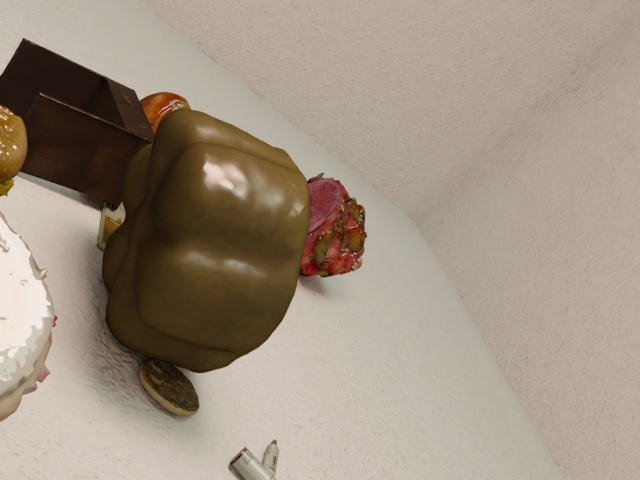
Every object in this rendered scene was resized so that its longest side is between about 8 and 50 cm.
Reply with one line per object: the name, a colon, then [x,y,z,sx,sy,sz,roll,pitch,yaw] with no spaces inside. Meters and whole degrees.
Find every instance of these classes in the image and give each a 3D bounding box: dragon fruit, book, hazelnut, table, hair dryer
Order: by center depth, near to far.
hair dryer: [-0.081,0.427,1.465,0.155,0.044,0.183,48,13,3]
table: [-0.541,-0.248,1.704,0.282,0.196,0.250,21,27,-42]
book: [-0.405,-0.014,1.785,0.208,0.020,0.295,36,18,-27]
hazelnut: [-0.449,-0.346,2.243,0.182,0.182,0.182,41,17,-15]
dragon fruit: [0.000,0.000,2.379,0.296,0.314,0.263,28,-21,54]

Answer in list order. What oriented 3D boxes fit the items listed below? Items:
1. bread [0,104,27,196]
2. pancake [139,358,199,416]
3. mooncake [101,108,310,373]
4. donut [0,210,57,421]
bread: [-0.620,-0.145,1.263,0.246,0.196,0.176,29,40,-46]
pancake: [-0.272,0.263,1.423,0.139,0.022,0.139,39,13,-11]
mooncake: [-0.227,0.003,1.445,0.262,0.467,0.467,18,28,-31]
donut: [-0.512,0.082,0.954,0.383,0.142,0.382,33,39,-32]
